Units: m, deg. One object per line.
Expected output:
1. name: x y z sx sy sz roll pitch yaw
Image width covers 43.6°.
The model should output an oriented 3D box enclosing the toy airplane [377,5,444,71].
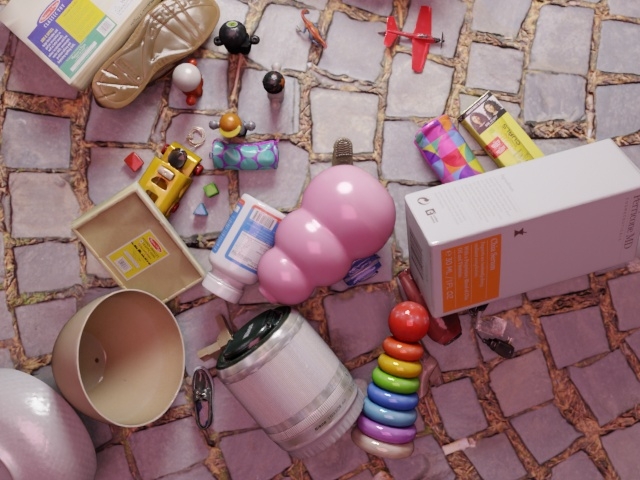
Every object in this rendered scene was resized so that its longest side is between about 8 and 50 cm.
1. toy airplane: 0.202 -0.457 1.777 0.151 0.028 0.151 0 89 0

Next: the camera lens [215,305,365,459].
1. camera lens: -0.068 0.293 1.686 0.219 0.219 0.274 -38 101 1

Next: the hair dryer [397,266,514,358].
1. hair dryer: 0.308 0.128 1.780 0.294 0.080 0.223 16 74 -4

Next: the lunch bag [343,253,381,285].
1. lunch bag: 0.090 0.058 1.769 0.098 0.067 0.065 -32 91 0

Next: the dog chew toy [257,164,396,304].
1. dog chew toy: 0.000 0.000 1.669 0.206 0.206 0.332 45 86 0

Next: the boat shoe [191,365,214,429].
1. boat shoe: -0.262 0.353 1.791 0.049 0.040 0.142 -7 91 1

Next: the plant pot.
1. plant pot: -0.458 0.254 1.701 0.191 0.284 0.284 -10 91 35

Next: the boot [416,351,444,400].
1. boot: 0.216 0.308 1.789 0.118 0.042 0.087 -37 84 0

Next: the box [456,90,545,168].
1. box: 0.410 -0.213 1.764 0.087 0.058 0.232 -40 91 0

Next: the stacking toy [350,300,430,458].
1. stacking toy: 0.169 0.292 1.722 0.141 0.141 0.330 13 97 0

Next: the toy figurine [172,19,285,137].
1. toy figurine: -0.188 -0.340 1.724 0.213 0.148 0.209 -40 90 1

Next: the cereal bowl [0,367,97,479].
1. cereal bowl: -0.646 0.444 1.670 0.339 0.141 0.338 12 120 22

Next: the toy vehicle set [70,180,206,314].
1. toy vehicle set: -0.388 0.022 1.723 0.166 0.035 0.266 -30 119 4

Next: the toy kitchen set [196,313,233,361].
1. toy kitchen set: -0.235 0.224 1.792 0.083 0.068 0.075 -28 63 1

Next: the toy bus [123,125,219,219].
1. toy bus: -0.333 -0.140 1.751 0.191 0.104 0.202 -13 91 1

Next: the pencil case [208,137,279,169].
1. pencil case: -0.167 -0.191 1.768 0.152 0.064 0.070 1 117 0

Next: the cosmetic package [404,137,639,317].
1. cosmetic package: 0.415 -0.023 1.645 0.454 0.161 0.230 -16 135 -5

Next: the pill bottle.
1. pill bottle: -0.167 0.020 1.743 0.124 0.124 0.221 30 92 0

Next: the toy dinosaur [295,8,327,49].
1. toy dinosaur: -0.015 -0.470 1.762 0.047 0.090 0.082 -40 122 -14

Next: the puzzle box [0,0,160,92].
1. puzzle box: -0.481 -0.553 1.730 0.272 0.052 0.409 42 92 19

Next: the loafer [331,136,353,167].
1. loafer: 0.050 -0.158 1.776 0.056 0.050 0.147 5 107 -3

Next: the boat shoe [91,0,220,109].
1. boat shoe: -0.362 -0.409 1.738 0.123 0.123 0.342 44 77 -14

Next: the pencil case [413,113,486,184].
1. pencil case: 0.296 -0.159 1.749 0.104 0.104 0.236 -32 89 1
